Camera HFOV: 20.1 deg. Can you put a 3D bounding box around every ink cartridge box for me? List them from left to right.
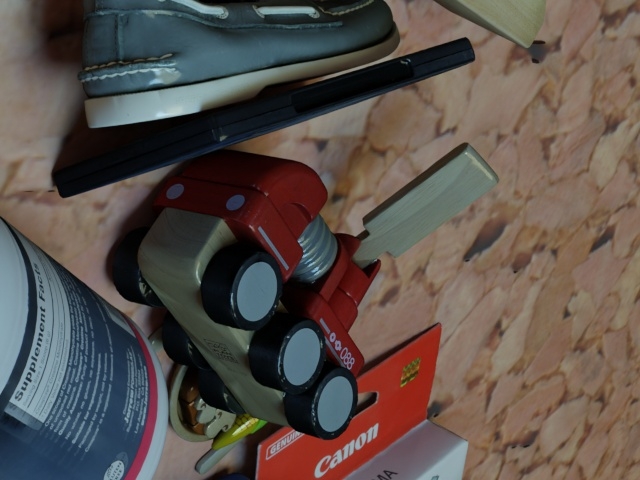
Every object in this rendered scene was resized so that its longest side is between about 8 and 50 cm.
[{"bbox_3d":[0.039,0.235,1.664,0.275,0.060,0.239,-30,138,-44],"label":"ink cartridge box"}]

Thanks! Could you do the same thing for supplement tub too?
[{"bbox_3d":[-0.229,0.077,1.089,0.191,0.191,0.272,-54,146,-7],"label":"supplement tub"}]

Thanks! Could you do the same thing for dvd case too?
[{"bbox_3d":[-0.036,-0.086,1.246,0.253,0.180,0.022,-21,94,-43],"label":"dvd case"}]

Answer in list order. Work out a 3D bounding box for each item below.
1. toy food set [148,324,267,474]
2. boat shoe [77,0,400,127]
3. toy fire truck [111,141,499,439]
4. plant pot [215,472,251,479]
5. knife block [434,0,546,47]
[{"bbox_3d":[-0.068,0.110,1.462,0.132,0.038,0.192,-43,144,-22],"label":"toy food set"},{"bbox_3d":[-0.047,-0.150,1.218,0.319,0.116,0.099,-24,105,-53],"label":"boat shoe"},{"bbox_3d":[0.000,0.000,1.364,0.246,0.158,0.217,-58,138,-25],"label":"toy fire truck"},{"bbox_3d":[-0.088,0.366,1.476,0.212,0.236,0.236,-20,130,-36],"label":"plant pot"},{"bbox_3d":[0.063,-0.230,1.319,0.242,0.088,0.276,-33,140,-32],"label":"knife block"}]
